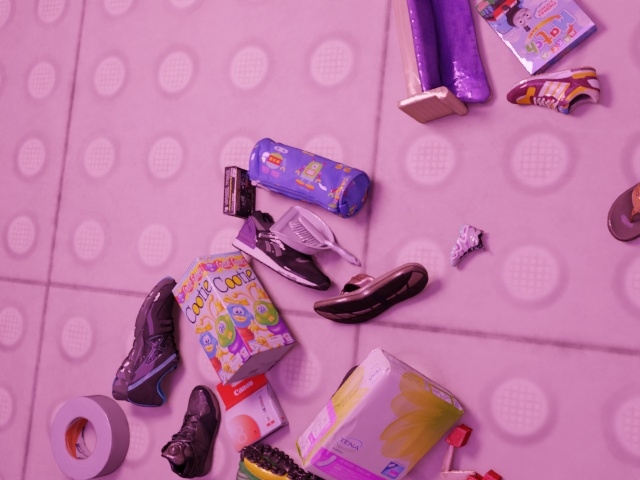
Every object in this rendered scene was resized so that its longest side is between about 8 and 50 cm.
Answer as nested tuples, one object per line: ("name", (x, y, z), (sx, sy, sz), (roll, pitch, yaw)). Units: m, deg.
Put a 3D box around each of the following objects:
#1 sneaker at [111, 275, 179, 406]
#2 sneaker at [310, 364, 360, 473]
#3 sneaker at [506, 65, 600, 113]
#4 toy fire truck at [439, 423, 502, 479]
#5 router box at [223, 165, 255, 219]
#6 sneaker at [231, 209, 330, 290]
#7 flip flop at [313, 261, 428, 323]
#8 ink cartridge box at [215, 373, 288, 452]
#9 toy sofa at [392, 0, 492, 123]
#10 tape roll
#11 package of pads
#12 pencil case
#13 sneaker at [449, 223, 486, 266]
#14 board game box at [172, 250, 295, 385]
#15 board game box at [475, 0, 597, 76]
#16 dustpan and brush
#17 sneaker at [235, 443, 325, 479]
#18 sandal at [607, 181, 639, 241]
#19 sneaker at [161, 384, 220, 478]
("sneaker", (-0.418, 0.263, 1.907), (0.140, 0.125, 0.340), (18, 90, 1))
("sneaker", (0.044, 0.405, 1.641), (0.101, 0.106, 0.267), (23, 93, 30))
("sneaker", (0.480, -0.299, 1.527), (0.186, 0.069, 0.083), (-11, 73, 26))
("toy fire truck", (0.298, 0.497, 1.532), (0.135, 0.047, 0.192), (29, 98, 27))
("router box", (-0.201, -0.117, 1.838), (0.038, 0.092, 0.122), (-2, 82, 27))
("sneaker", (-0.081, 0.016, 1.757), (0.283, 0.107, 0.124), (29, 92, 27))
("flip flop", (0.111, 0.108, 1.653), (0.277, 0.112, 0.080), (-29, 46, 24))
("ink cartridge box", (-0.177, 0.399, 1.789), (0.145, 0.045, 0.179), (-36, 72, 18))
("toy sofa", (0.248, -0.457, 1.620), (0.177, 0.150, 0.362), (-13, 78, 26))
("tape roll", (-0.621, 0.528, 1.983), (0.219, 0.072, 0.219), (-4, 81, 26))
("package of pads", (0.115, 0.389, 1.539), (0.296, 0.229, 0.101), (-51, 24, 12))
("pencil case", (-0.037, -0.146, 1.740), (0.306, 0.119, 0.133), (21, 64, 28))
("sneaker", (0.322, 0.018, 1.585), (0.069, 0.038, 0.098), (20, 93, 28))
("board game box", (-0.210, 0.179, 1.757), (0.142, 0.144, 0.275), (-50, 64, 36))
("board game box", (0.457, -0.476, 1.578), (0.160, 0.039, 0.211), (-39, 69, 17))
("dustpan and brush", (0.000, 0.000, 1.723), (0.211, 0.147, 0.060), (43, 124, -3))
("sneaker", (-0.050, 0.596, 1.667), (0.344, 0.134, 0.146), (21, 103, 34))
("sandal", (0.647, -0.086, 1.419), (0.219, 0.060, 0.090), (-37, 69, 18))
("sneaker", (-0.317, 0.470, 1.804), (0.087, 0.130, 0.227), (6, 84, 26))
